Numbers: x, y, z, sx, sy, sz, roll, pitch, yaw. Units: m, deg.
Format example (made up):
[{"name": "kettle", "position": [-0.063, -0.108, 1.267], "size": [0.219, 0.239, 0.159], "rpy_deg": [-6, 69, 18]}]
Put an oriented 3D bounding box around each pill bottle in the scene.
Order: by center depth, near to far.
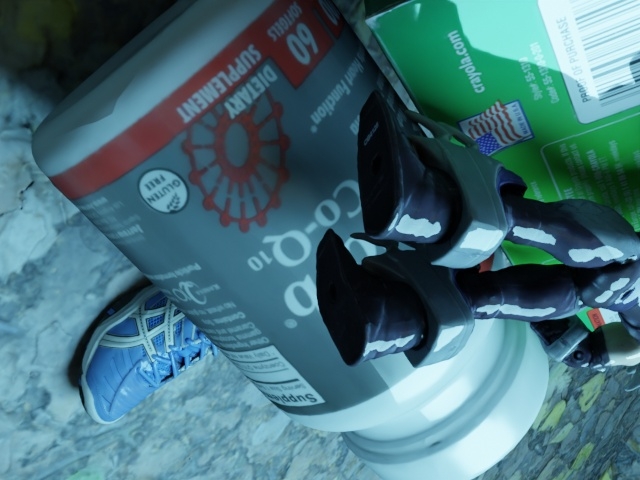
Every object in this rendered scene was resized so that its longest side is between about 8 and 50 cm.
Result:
[{"name": "pill bottle", "position": [0.000, 0.000, 0.524], "size": [0.210, 0.210, 0.363], "rpy_deg": [-46, 114, -13]}]

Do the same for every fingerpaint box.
[{"name": "fingerpaint box", "position": [0.175, -0.163, 0.562], "size": [0.163, 0.371, 0.445], "rpy_deg": [-18, 143, 22]}]

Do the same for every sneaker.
[{"name": "sneaker", "position": [-0.122, 0.074, 0.634], "size": [0.211, 0.081, 0.080], "rpy_deg": [-50, 138, -9]}]

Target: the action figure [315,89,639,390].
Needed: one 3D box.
[{"name": "action figure", "position": [0.146, 0.011, 0.399], "size": [0.284, 0.099, 0.185], "rpy_deg": [9, 130, -21]}]
